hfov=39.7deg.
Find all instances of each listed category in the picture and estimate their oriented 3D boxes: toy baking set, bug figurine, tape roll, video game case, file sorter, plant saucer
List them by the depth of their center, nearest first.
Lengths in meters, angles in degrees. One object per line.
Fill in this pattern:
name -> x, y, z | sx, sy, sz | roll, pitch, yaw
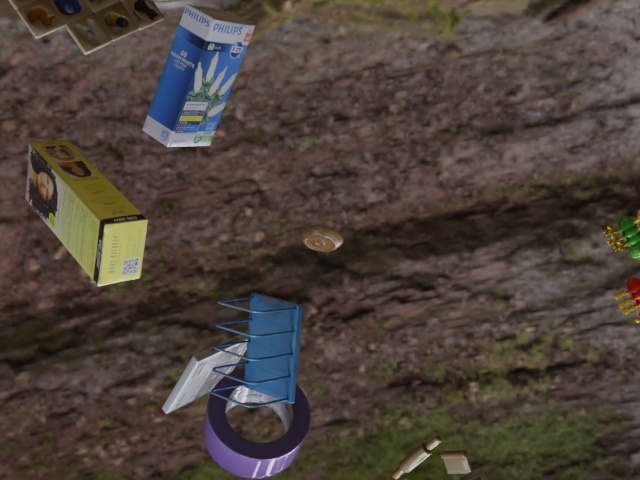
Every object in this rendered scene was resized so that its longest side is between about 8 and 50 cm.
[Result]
file sorter -> -0.114, 0.186, 1.502 | 0.118, 0.170, 0.104 | 10, -171, 43
tape roll -> -0.117, 0.330, 1.618 | 0.189, 0.189, 0.080 | -13, 146, -26
plant saucer -> 0.000, 0.000, 1.619 | 0.083, 0.015, 0.083 | 9, 151, 5
bug figurine -> 0.661, 0.024, 1.629 | 0.279, 0.216, 0.072 | -26, 165, 14
toy baking set -> 0.233, 0.530, 1.848 | 0.030, 0.197, 0.256 | -10, 152, -49
video game case -> -0.242, 0.282, 1.910 | 0.173, 0.022, 0.190 | -20, 150, -48

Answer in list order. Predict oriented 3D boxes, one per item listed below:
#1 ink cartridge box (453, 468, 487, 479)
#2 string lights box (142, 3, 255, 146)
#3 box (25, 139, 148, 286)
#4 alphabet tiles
ink cartridge box -> 0.187, 0.473, 1.173 | 0.060, 0.275, 0.239 | -9, 155, -44
string lights box -> -0.234, -0.312, 1.699 | 0.076, 0.260, 0.133 | 34, -157, 23
box -> -0.295, -0.040, 1.097 | 0.058, 0.087, 0.232 | -10, -146, -38
alphabet tiles -> -0.434, -0.493, 1.529 | 0.285, 0.342, 0.011 | -36, -179, -33
